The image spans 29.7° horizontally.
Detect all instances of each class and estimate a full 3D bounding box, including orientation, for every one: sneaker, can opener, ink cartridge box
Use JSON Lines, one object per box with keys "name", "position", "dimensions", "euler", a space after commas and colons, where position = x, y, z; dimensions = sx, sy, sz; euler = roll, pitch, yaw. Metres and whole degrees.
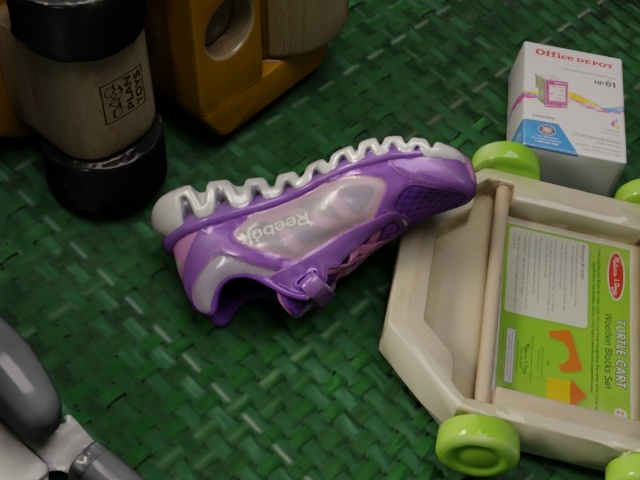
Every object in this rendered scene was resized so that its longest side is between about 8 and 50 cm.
{"name": "sneaker", "position": [0.000, 0.000, 0.861], "dimensions": [0.236, 0.095, 0.104], "euler": [-15, 66, 7]}
{"name": "can opener", "position": [-0.146, 0.156, 0.744], "dimensions": [0.280, 0.093, 0.074], "euler": [40, 56, 12]}
{"name": "ink cartridge box", "position": [0.206, -0.103, 1.019], "dimensions": [0.089, 0.052, 0.122], "euler": [10, 52, -3]}

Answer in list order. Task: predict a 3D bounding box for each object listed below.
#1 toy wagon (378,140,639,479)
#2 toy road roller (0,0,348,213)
{"name": "toy wagon", "position": [0.220, 0.068, 0.888], "dimensions": [0.344, 0.068, 0.267], "euler": [14, 53, -2]}
{"name": "toy road roller", "position": [-0.154, -0.206, 0.938], "dimensions": [0.241, 0.202, 0.329], "euler": [35, 56, 28]}
